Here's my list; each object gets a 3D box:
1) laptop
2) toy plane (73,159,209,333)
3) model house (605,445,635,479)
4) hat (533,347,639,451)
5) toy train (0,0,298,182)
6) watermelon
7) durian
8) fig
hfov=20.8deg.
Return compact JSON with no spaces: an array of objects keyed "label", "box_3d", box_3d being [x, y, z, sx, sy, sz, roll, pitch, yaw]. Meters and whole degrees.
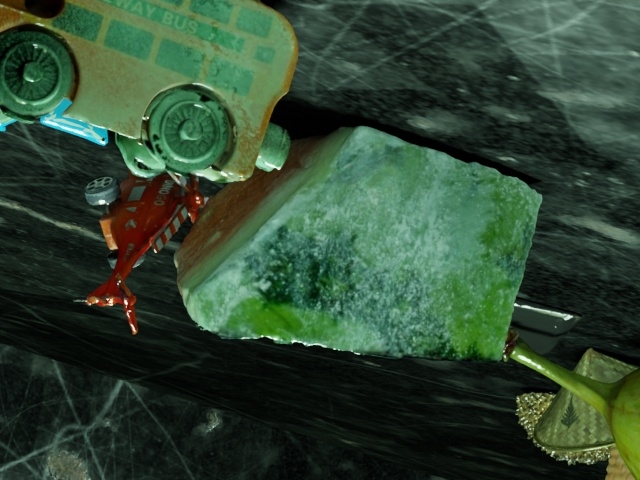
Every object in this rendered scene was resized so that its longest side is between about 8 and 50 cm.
[{"label":"laptop","box_3d":[0.147,0.070,1.510,0.135,0.016,0.197,13,169,3]},{"label":"toy plane","box_3d":[-0.124,0.005,1.204,0.077,0.194,0.126,-10,136,16]},{"label":"model house","box_3d":[0.378,0.259,1.736,0.183,0.172,0.166,18,170,-13]},{"label":"hat","box_3d":[0.250,0.126,1.555,0.146,0.067,0.146,-19,-168,4]},{"label":"toy train","box_3d":[-0.099,-0.089,0.846,0.188,0.099,0.072,18,171,-19]},{"label":"watermelon","box_3d":[0.000,0.000,1.133,0.193,0.140,0.256,13,179,-16]},{"label":"durian","box_3d":[0.277,0.209,1.893,0.140,0.071,0.110,12,170,-9]},{"label":"fig","box_3d":[0.262,0.152,1.428,0.259,0.151,0.151,9,168,29]}]
